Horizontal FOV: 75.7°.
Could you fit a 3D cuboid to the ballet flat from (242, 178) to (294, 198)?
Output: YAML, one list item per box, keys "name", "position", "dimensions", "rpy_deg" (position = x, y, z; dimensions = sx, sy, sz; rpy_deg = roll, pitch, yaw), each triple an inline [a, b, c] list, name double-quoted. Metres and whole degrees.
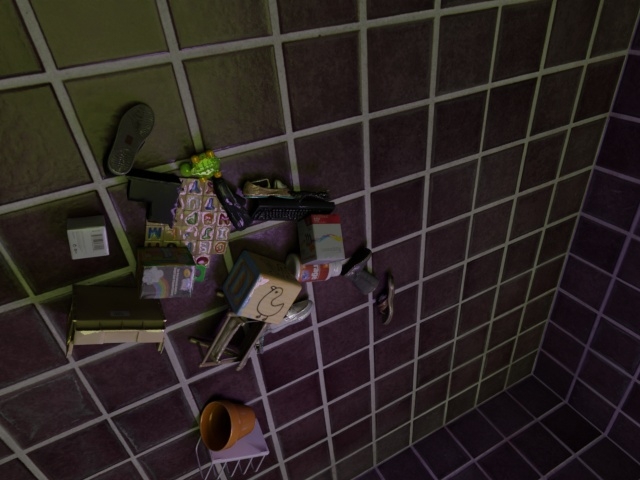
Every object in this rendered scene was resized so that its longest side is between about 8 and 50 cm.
- name: "ballet flat"
  position: [-0.175, -0.184, 1.457]
  dimensions: [0.206, 0.073, 0.067]
  rpy_deg: [-3, 105, -33]

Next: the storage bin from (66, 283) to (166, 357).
- name: "storage bin"
  position: [-0.651, 0.255, 1.315]
  dimensions: [0.263, 0.260, 0.123]
  rpy_deg: [8, 109, -33]

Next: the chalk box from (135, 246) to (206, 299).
- name: "chalk box"
  position: [-0.498, 0.106, 1.384]
  dimensions: [0.213, 0.132, 0.132]
  rpy_deg: [2, 115, -32]

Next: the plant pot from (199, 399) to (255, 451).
- name: "plant pot"
  position: [-0.402, 0.821, 1.855]
  dimensions: [0.188, 0.205, 0.205]
  rpy_deg: [19, 107, -53]

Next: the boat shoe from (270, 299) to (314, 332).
- name: "boat shoe"
  position: [-0.134, 0.316, 1.768]
  dimensions: [0.226, 0.083, 0.075]
  rpy_deg: [-33, 130, -9]

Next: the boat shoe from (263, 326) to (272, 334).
- name: "boat shoe"
  position: [-0.248, 0.387, 1.749]
  dimensions: [0.100, 0.035, 0.035]
  rpy_deg: [-35, 157, 30]

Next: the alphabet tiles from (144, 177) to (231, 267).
- name: "alphabet tiles"
  position: [-0.445, -0.050, 1.412]
  dimensions: [0.285, 0.011, 0.342]
  rpy_deg: [0, 117, -31]

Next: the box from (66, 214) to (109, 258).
- name: "box"
  position: [-0.697, -0.012, 1.236]
  dimensions: [0.102, 0.087, 0.101]
  rpy_deg: [-8, 121, -26]

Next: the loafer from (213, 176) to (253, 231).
- name: "loafer"
  position: [-0.295, -0.129, 1.402]
  dimensions: [0.078, 0.076, 0.223]
  rpy_deg: [-35, 134, -15]

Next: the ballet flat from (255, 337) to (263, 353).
- name: "ballet flat"
  position: [-0.268, 0.452, 1.802]
  dimensions: [0.041, 0.041, 0.114]
  rpy_deg: [-10, 121, -26]

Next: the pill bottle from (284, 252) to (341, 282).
- name: "pill bottle"
  position: [-0.027, 0.107, 1.682]
  dimensions: [0.216, 0.121, 0.121]
  rpy_deg: [-2, 118, -30]

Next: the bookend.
- name: "bookend"
  position: [-0.525, -0.127, 1.266]
  dimensions: [0.156, 0.072, 0.157]
  rpy_deg: [5, 115, -31]

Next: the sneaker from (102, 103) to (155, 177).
- name: "sneaker"
  position: [-0.557, -0.284, 1.171]
  dimensions: [0.083, 0.118, 0.221]
  rpy_deg: [33, 69, -36]

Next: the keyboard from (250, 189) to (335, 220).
- name: "keyboard"
  position: [-0.084, -0.123, 1.509]
  dimensions: [0.317, 0.033, 0.201]
  rpy_deg: [-3, 150, -31]

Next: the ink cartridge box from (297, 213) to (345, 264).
- name: "ink cartridge box"
  position: [0.000, 0.000, 1.578]
  dimensions: [0.128, 0.128, 0.176]
  rpy_deg: [-2, 78, -31]

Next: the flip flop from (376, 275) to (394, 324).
- name: "flip flop"
  position: [0.315, 0.292, 2.017]
  dimensions: [0.080, 0.112, 0.276]
  rpy_deg: [-1, 124, -1]

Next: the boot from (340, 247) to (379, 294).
- name: "boot"
  position: [0.209, 0.146, 1.875]
  dimensions: [0.190, 0.076, 0.208]
  rpy_deg: [-42, 125, 16]

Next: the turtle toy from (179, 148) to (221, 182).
- name: "turtle toy"
  position: [-0.380, -0.236, 1.302]
  dimensions: [0.130, 0.066, 0.095]
  rpy_deg: [-24, 127, -16]

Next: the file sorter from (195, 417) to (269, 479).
- name: "file sorter"
  position: [-0.423, 0.985, 1.933]
  dimensions: [0.278, 0.193, 0.173]
  rpy_deg: [11, 115, -35]

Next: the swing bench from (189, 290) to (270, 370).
- name: "swing bench"
  position: [-0.334, 0.365, 1.628]
  dimensions: [0.255, 0.165, 0.253]
  rpy_deg: [22, 105, -38]

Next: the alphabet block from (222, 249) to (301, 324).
- name: "alphabet block"
  position: [-0.224, 0.177, 1.562]
  dimensions: [0.197, 0.193, 0.192]
  rpy_deg: [22, 107, -38]
